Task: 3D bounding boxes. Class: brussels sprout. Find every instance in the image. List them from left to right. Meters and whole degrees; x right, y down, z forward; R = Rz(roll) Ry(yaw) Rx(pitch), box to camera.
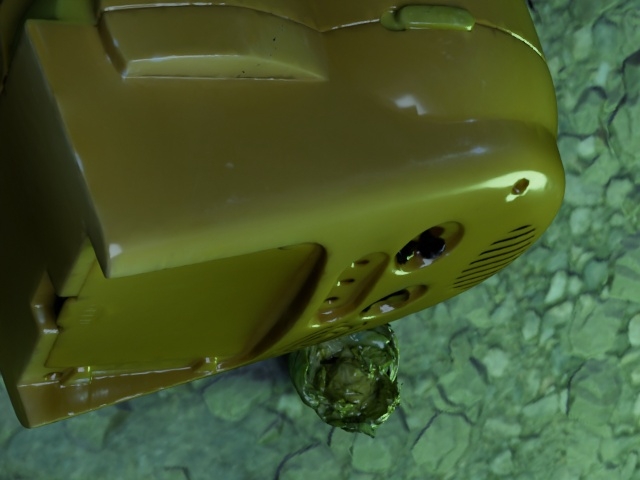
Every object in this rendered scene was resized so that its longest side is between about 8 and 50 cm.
[{"bbox_3d":[0.018,0.083,1.135,0.085,0.058,0.085,2,79,-12],"label":"brussels sprout"}]

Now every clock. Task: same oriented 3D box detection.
[{"bbox_3d":[-0.020,-0.040,0.952,0.317,0.244,0.200,-6,67,-26],"label":"clock"}]
